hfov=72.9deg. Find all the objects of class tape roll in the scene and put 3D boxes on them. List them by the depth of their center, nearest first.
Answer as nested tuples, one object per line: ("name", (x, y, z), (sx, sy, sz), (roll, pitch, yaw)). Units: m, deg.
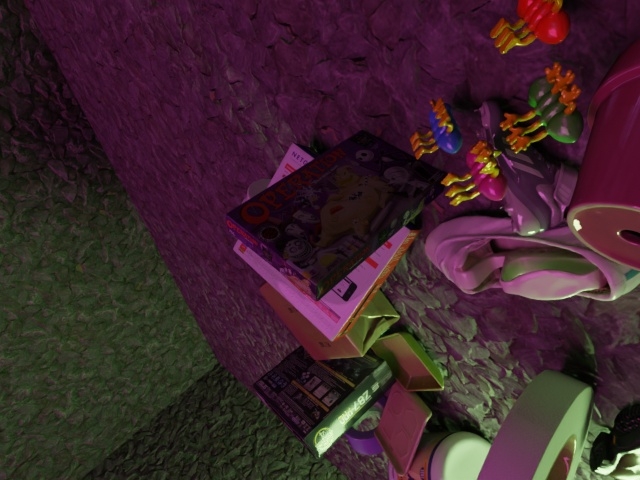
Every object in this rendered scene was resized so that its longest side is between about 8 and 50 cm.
("tape roll", (0.375, 0.421, 0.768), (0.072, 0.392, 0.392), (20, 138, 42))
("tape roll", (0.169, 0.625, 1.485), (0.188, 0.189, 0.080), (11, 131, 49))

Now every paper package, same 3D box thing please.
("paper package", (0.011, 0.177, 1.237), (0.310, 0.168, 0.325), (52, 150, -1))

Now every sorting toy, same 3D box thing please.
("sorting toy", (0.241, 0.538, 1.271), (0.038, 0.209, 0.193), (17, -170, -21))

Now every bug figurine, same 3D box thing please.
("bug figurine", (0.224, -0.169, 0.545), (0.279, 0.072, 0.217), (127, 141, -54))

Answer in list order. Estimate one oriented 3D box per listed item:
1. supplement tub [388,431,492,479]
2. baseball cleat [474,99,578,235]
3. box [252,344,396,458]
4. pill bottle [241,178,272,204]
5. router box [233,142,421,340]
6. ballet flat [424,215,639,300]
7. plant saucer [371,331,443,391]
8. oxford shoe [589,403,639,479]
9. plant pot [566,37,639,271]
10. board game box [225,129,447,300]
("supplement tub", (0.351, 0.675, 1.246), (0.228, 0.228, 0.316), (48, 150, 6))
("baseball cleat", (0.300, -0.114, 0.626), (0.109, 0.072, 0.206), (-17, 93, 19))
("box", (-0.005, 0.447, 1.357), (0.394, 0.318, 0.097), (6, 131, 61))
("pill bottle", (-0.167, -0.070, 1.251), (0.131, 0.131, 0.229), (44, 150, 13))
("router box", (0.000, 0.000, 0.974), (0.335, 0.082, 0.301), (40, 110, 20))
("ballet flat", (0.300, 0.033, 0.710), (0.400, 0.139, 0.139), (-3, 120, 56))
("plant saucer", (0.241, 0.329, 1.204), (0.188, 0.045, 0.188), (51, 151, 2))
("oxford shoe", (0.569, 0.359, 0.763), (0.096, 0.083, 0.227), (17, 140, 19))
("plant pot", (0.344, -0.071, 0.414), (0.201, 0.180, 0.201), (33, 172, 5))
("board game box", (0.037, -0.066, 0.748), (0.208, 0.346, 0.056), (32, 144, 30))
